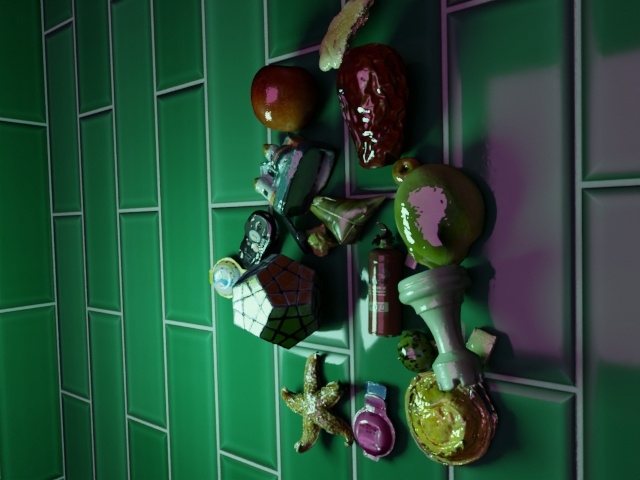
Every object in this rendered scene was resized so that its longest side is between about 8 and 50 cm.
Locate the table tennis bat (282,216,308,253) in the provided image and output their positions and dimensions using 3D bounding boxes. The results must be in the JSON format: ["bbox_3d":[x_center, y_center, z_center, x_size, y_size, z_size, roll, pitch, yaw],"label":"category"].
[{"bbox_3d":[-0.076,-0.017,1.634,0.027,0.236,0.150,-32,96,-7],"label":"table tennis bat"}]

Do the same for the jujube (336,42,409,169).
[{"bbox_3d":[0.155,-0.375,1.431,0.216,0.216,0.341,3,101,37],"label":"jujube"}]

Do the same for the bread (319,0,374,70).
[{"bbox_3d":[0.063,-0.628,1.524,0.182,0.039,0.250,24,87,55],"label":"bread"}]

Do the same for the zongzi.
[{"bbox_3d":[0.078,-0.121,1.567,0.205,0.094,0.204,48,115,25],"label":"zongzi"}]

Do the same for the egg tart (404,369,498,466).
[{"bbox_3d":[0.345,0.494,1.392,0.291,0.107,0.290,3,96,37],"label":"egg tart"}]

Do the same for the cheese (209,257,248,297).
[{"bbox_3d":[-0.321,0.144,1.905,0.250,0.064,0.156,3,96,25],"label":"cheese"}]

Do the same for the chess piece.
[{"bbox_3d":[0.328,0.229,1.318,0.195,0.195,0.298,-24,72,36],"label":"chess piece"}]

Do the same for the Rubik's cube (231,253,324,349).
[{"bbox_3d":[-0.132,0.195,1.636,0.319,0.319,0.264,19,77,35],"label":"Rubik's cube"}]

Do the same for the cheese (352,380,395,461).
[{"bbox_3d":[0.166,0.558,1.560,0.155,0.062,0.244,6,95,36],"label":"cheese"}]

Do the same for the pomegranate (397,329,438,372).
[{"bbox_3d":[0.291,0.306,1.426,0.162,0.122,0.122,-23,77,6],"label":"pomegranate"}]

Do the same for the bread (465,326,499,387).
[{"bbox_3d":[0.415,0.312,1.350,0.068,0.028,0.153,23,88,36],"label":"bread"}]

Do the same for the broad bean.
[{"bbox_3d":[0.320,-0.065,1.358,0.238,0.119,0.290,-12,91,23],"label":"broad bean"}]

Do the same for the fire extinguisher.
[{"bbox_3d":[0.183,0.111,1.466,0.107,0.147,0.336,1,94,25],"label":"fire extinguisher"}]

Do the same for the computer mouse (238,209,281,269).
[{"bbox_3d":[-0.208,0.000,1.792,0.137,0.096,0.233,42,121,33],"label":"computer mouse"}]

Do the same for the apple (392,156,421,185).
[{"bbox_3d":[0.250,-0.195,1.441,0.090,0.074,0.089,1,91,36],"label":"apple"}]

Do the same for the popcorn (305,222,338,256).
[{"bbox_3d":[-0.002,0.000,1.643,0.109,0.089,0.096,31,150,45],"label":"popcorn"}]

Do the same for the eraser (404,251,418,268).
[{"bbox_3d":[0.276,0.039,1.470,0.038,0.019,0.083,29,109,34],"label":"eraser"}]

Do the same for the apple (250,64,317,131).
[{"bbox_3d":[-0.116,-0.459,1.619,0.218,0.218,0.201,27,115,33],"label":"apple"}]

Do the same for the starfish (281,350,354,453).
[{"bbox_3d":[-0.005,0.547,1.664,0.303,0.113,0.312,-47,63,30],"label":"starfish"}]

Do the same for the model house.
[{"bbox_3d":[-0.123,-0.245,1.667,0.291,0.185,0.253,38,119,34],"label":"model house"}]
